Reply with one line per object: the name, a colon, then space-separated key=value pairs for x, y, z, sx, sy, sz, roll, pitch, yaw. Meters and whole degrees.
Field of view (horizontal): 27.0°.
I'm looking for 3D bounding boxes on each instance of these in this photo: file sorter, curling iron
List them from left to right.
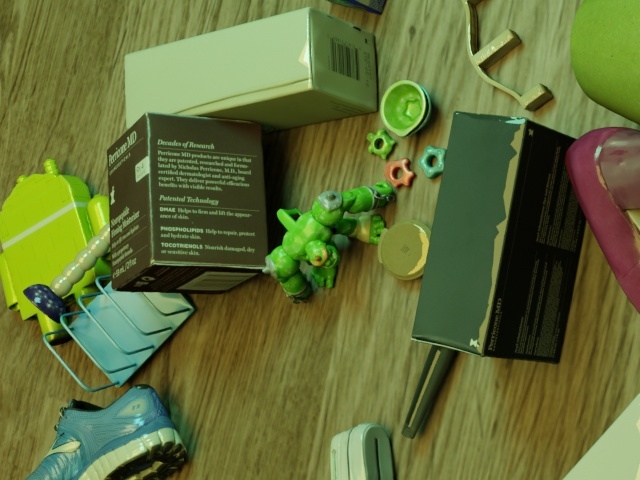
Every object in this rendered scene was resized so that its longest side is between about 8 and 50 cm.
file sorter: x=-0.286 y=0.115 z=1.871 sx=0.170 sy=0.104 sz=0.118 roll=-46 pitch=78 yaw=16
curling iron: x=0.148 y=0.111 z=1.638 sx=0.068 sy=0.035 sz=0.274 roll=16 pitch=92 yaw=39

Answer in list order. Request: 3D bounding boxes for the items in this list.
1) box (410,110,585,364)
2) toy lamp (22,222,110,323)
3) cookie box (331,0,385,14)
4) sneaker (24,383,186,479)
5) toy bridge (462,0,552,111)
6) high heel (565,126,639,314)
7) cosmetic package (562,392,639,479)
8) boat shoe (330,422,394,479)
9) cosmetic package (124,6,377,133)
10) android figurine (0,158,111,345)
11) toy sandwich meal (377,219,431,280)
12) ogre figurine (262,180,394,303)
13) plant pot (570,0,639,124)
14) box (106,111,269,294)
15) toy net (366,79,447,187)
box: x=0.212 y=0.000 z=1.517 sx=0.103 sy=0.184 sz=0.261 roll=10 pitch=89 yaw=35
toy lamp: x=-0.303 y=-0.003 z=1.904 sx=0.275 sy=0.080 sz=0.080 roll=-48 pitch=58 yaw=-2
cookie box: x=0.022 y=-0.333 z=1.741 sx=0.091 sy=0.107 sz=0.040 roll=21 pitch=95 yaw=35
sneaker: x=-0.335 y=0.314 z=1.909 sx=0.330 sy=0.129 sz=0.147 roll=-33 pitch=55 yaw=20
toy bridge: x=0.215 y=-0.235 z=1.644 sx=0.063 sy=0.026 sz=0.188 roll=-38 pitch=64 yaw=26
high heel: x=0.377 y=0.054 z=1.439 sx=0.181 sy=0.127 sz=0.377 roll=-176 pitch=69 yaw=-70
cosmetic package: x=0.329 y=0.287 z=1.459 sx=0.231 sy=0.085 sz=0.117 roll=-51 pitch=59 yaw=16
boat shoe: x=0.053 y=0.343 z=1.656 sx=0.075 sy=0.083 sz=0.226 roll=-21 pitch=60 yaw=43
cosmetic package: x=-0.095 y=-0.211 z=1.776 sx=0.309 sy=0.160 sz=0.113 roll=-9 pitch=79 yaw=35
android figurine: x=-0.401 y=0.013 z=2.019 sx=0.248 sy=0.056 sz=0.273 roll=-29 pitch=71 yaw=30
toy sandwich meal: x=0.111 y=0.013 z=1.682 sx=0.085 sy=0.029 sz=0.086 roll=-5 pitch=80 yaw=29
ogre figurine: x=0.000 y=0.000 z=1.705 sx=0.197 sy=0.118 sz=0.097 roll=-31 pitch=67 yaw=29
plant pot: x=0.415 y=-0.206 z=1.383 sx=0.293 sy=0.274 sz=0.275 roll=9 pitch=89 yaw=52
box: x=-0.178 y=-0.043 z=1.769 sx=0.168 sy=0.167 sz=0.203 roll=-29 pitch=62 yaw=59
toy net: x=0.142 y=-0.089 z=1.663 sx=0.122 sy=0.045 sz=0.232 roll=-48 pitch=60 yaw=20
